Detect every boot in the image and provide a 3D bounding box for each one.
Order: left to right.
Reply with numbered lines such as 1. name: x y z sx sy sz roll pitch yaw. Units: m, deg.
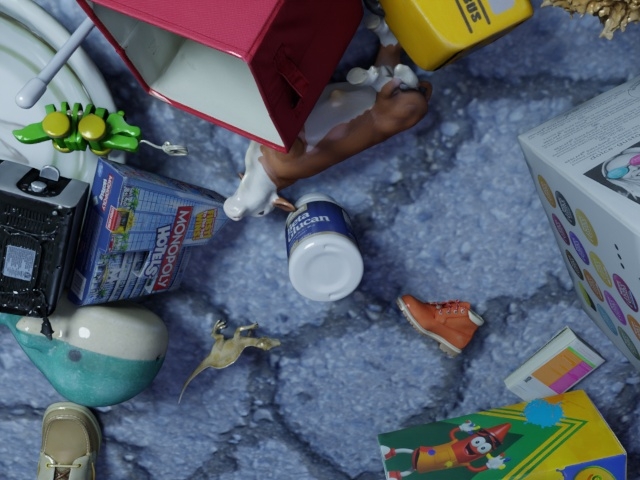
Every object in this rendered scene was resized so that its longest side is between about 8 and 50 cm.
1. boot: -0.415 0.408 1.010 0.095 0.203 0.262 9 118 -11
2. boot: 0.186 0.114 0.999 0.158 0.059 0.084 34 107 -30

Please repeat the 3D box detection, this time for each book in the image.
1. book: 0.398 0.223 1.089 0.096 0.035 0.144 37 109 -25

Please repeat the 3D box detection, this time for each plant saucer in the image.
1. plant saucer: -0.436 -0.130 0.781 0.401 0.100 0.400 -2 117 -4

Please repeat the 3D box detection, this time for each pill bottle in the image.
1. pill bottle: 0.000 0.000 0.852 0.094 0.169 0.094 -3 118 -5

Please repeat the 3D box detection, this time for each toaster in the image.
1. toaster: -0.367 -0.004 0.736 0.168 0.110 0.185 15 115 -12

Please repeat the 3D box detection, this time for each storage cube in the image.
1. storage cube: -0.082 -0.235 0.641 0.215 0.183 0.193 24 77 15

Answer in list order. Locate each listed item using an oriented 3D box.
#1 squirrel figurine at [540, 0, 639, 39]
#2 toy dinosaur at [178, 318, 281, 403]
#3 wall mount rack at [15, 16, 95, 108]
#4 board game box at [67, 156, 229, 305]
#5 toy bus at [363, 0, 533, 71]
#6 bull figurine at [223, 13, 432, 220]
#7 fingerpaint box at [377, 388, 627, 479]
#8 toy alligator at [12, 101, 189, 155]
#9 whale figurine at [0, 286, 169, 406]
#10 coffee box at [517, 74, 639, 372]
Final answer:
1. squirrel figurine: 0.270 -0.399 0.551 0.281 0.370 0.397 -26 117 8
2. toy dinosaur: -0.150 0.168 0.971 0.183 0.092 0.053 -29 116 9
3. wall mount rack: -0.299 -0.315 0.640 0.350 0.130 0.304 36 84 -21
4. board game box: -0.206 -0.006 0.826 0.194 0.060 0.194 -7 124 -50
5. toy bus: 0.081 -0.345 0.656 0.130 0.108 0.332 -27 95 -3
6. bull figurine: -0.007 -0.142 0.798 0.310 0.101 0.188 -30 155 2
7. fingerpaint box: 0.328 0.517 1.135 0.371 0.163 0.444 -13 118 1
8. toy alligator: -0.243 -0.127 0.720 0.190 0.056 0.051 3 77 -8
9. whale figurine: -0.347 0.136 0.874 0.272 0.216 0.141 16 89 9
10. coffee box: 0.508 -0.021 0.796 0.338 0.334 0.337 -27 116 7
